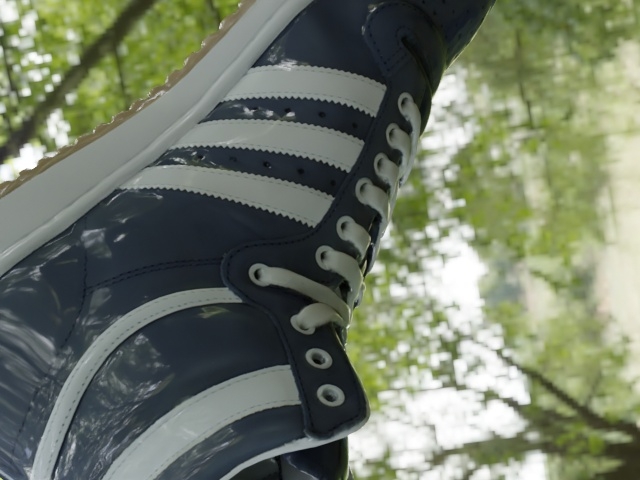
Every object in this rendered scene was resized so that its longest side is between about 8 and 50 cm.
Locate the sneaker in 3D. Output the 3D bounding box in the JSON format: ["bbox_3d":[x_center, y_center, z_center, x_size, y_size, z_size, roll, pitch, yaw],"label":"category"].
[{"bbox_3d":[0.000,0.000,0.508,0.153,0.282,0.099,40,157,24],"label":"sneaker"}]
